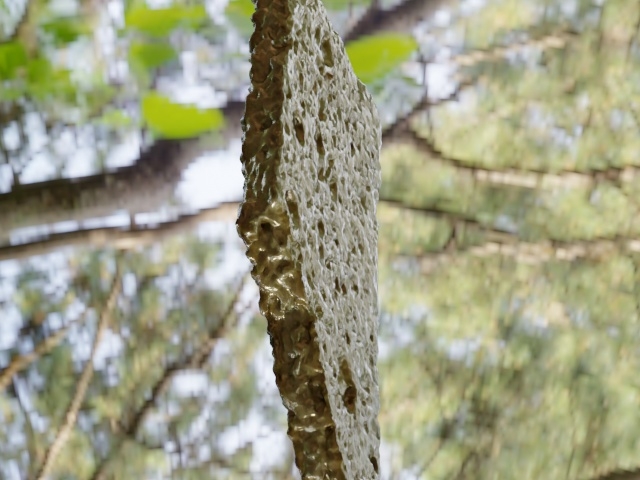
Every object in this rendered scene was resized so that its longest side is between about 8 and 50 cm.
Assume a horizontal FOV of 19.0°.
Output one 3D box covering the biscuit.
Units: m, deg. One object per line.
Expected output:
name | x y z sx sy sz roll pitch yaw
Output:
biscuit | -0.004 -0.003 0.824 0.026 0.131 0.236 -12 -128 18
